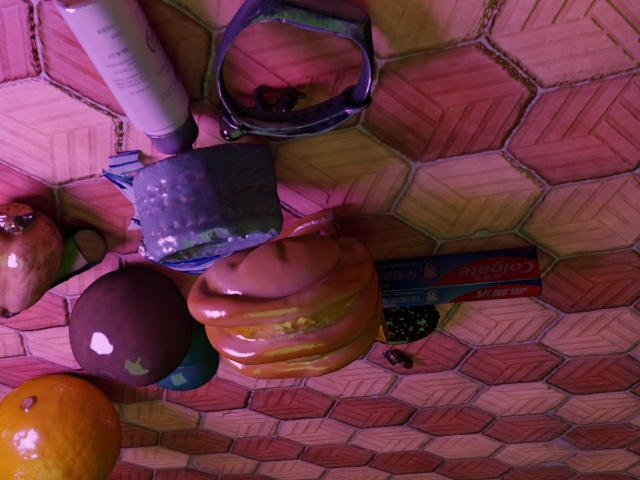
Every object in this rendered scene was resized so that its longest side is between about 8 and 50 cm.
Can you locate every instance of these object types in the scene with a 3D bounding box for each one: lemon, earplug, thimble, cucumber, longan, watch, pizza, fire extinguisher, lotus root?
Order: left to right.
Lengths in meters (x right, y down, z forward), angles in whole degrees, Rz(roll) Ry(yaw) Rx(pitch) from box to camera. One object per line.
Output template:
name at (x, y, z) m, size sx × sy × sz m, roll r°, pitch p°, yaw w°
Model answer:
lotus root at (-0.538, 0.025, 1.268) m, size 0.155 × 0.140 × 0.256 m, roll 24°, pitch 124°, yaw -4°
lemon at (-0.668, 0.499, 1.812) m, size 0.348 × 0.347 × 0.348 m, roll 2°, pitch 145°, yaw 1°
cucumber at (-0.485, 0.037, 1.370) m, size 0.211 × 0.062 × 0.078 m, roll -23°, pitch 94°, yaw 40°
longan at (-0.362, 0.172, 1.387) m, size 0.248 × 0.248 × 0.248 m, roll 2°, pitch 145°, yaw 1°
earplug at (-0.343, 0.238, 1.600) m, size 0.257 × 0.164 × 0.280 m, roll 36°, pitch 133°, yaw 15°
thimble at (-0.171, -0.052, 1.091) m, size 0.235 × 0.143 × 0.198 m, roll -14°, pitch 173°, yaw 29°
watch at (-0.029, -0.220, 0.926) m, size 0.207 × 0.068 × 0.192 m, roll 10°, pitch 126°, yaw -14°
pizza at (0.000, 0.000, 1.299) m, size 0.131 × 0.041 × 0.178 m, roll 16°, pitch 143°, yaw -14°
fire extinguisher at (0.173, 0.277, 1.704) m, size 0.100 × 0.032 × 0.046 m, roll 34°, pitch 168°, yaw -37°

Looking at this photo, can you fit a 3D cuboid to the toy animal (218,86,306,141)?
toy animal at (-0.083, -0.181, 1.025) m, size 0.136 × 0.065 × 0.047 m, roll -17°, pitch 144°, yaw 5°

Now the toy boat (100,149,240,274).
toy boat at (-0.273, -0.032, 1.255) m, size 0.292 × 0.070 × 0.210 m, roll 31°, pitch 131°, yaw -29°

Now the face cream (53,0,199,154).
face cream at (-0.237, -0.214, 0.964) m, size 0.092 × 0.092 × 0.311 m, roll -7°, pitch 143°, yaw 13°

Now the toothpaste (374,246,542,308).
toothpaste at (0.246, 0.072, 1.357) m, size 0.321 × 0.076 × 0.066 m, roll -7°, pitch 141°, yaw 11°

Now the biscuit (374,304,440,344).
biscuit at (0.150, 0.159, 1.506) m, size 0.195 × 0.053 × 0.194 m, roll 2°, pitch 145°, yaw 1°

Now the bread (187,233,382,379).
bread at (-0.046, 0.115, 1.192) m, size 0.316 × 0.211 × 0.270 m, roll -13°, pitch 159°, yaw -1°

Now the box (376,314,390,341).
box at (0.061, 0.157, 1.462) m, size 0.156 × 0.022 × 0.089 m, roll 4°, pitch 122°, yaw 36°
